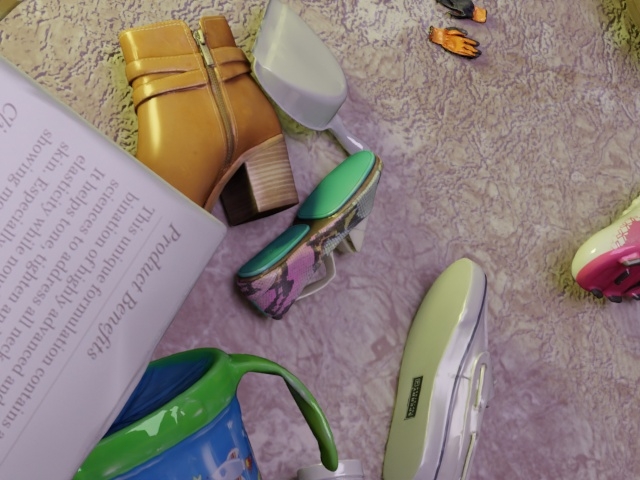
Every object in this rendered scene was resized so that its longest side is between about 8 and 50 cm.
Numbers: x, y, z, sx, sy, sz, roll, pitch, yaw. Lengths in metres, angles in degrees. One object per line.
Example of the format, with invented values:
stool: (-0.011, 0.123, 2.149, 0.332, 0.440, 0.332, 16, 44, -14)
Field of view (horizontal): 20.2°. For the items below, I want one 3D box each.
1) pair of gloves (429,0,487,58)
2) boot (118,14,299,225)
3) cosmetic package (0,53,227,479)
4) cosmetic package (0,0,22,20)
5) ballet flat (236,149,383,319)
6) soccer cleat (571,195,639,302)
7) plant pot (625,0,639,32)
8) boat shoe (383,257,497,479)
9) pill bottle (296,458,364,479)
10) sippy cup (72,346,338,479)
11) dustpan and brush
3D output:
pair of gloves: (0.162, -0.254, 2.101, 0.074, 0.010, 0.083, 21, 62, -24)
boot: (-0.156, -0.113, 1.791, 0.283, 0.109, 0.220, -17, 84, -37)
cosmetic package: (-0.360, 0.017, 1.429, 0.394, 0.327, 0.329, 39, 72, -21)
cosmetic package: (-0.309, -0.269, 1.533, 0.153, 0.296, 0.129, 35, 58, -18)
ballet flat: (0.000, 0.000, 1.880, 0.221, 0.077, 0.079, -47, 118, -29)
soccer cleat: (0.404, -0.019, 2.119, 0.331, 0.116, 0.143, -8, 62, -36)
plant pot: (0.462, -0.312, 2.246, 0.237, 0.110, 0.237, 10, 68, -28)
boat shoe: (0.143, 0.153, 1.894, 0.088, 0.096, 0.267, 26, 62, -26)
pill bottle: (0.020, 0.300, 1.768, 0.087, 0.087, 0.160, 0, 73, -32)
sippy cup: (-0.144, 0.247, 1.616, 0.224, 0.305, 0.240, 66, 25, -9)
dustpan and brush: (-0.001, -0.152, 1.931, 0.211, 0.060, 0.147, 38, 32, -17)
